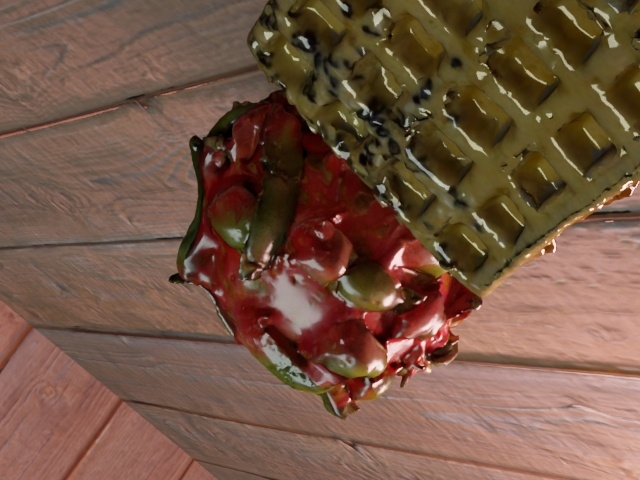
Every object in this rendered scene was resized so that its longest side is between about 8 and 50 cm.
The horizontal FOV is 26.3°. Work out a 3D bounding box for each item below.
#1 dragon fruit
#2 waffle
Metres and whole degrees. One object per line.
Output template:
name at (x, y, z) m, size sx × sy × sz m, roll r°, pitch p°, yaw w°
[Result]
dragon fruit at (0.008, 0.001, 1.169) m, size 0.237 × 0.231 × 0.303 m, roll 14°, pitch 136°, yaw 52°
waffle at (0.115, -0.129, 0.788) m, size 0.261 × 0.114 × 0.376 m, roll 46°, pitch 153°, yaw 2°
